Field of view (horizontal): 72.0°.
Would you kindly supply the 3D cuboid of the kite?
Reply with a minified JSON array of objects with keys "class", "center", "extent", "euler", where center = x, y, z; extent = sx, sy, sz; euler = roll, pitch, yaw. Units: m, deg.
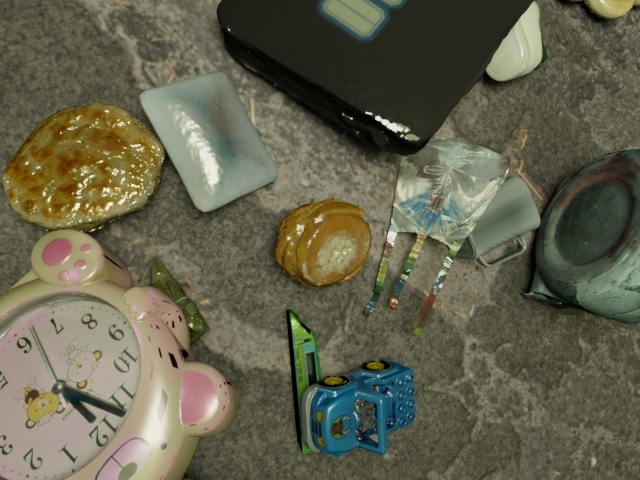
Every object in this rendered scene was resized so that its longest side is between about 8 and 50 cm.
[{"class":"kite","center":[0.169,-0.010,0.670],"extent":[0.015,0.170,0.309],"euler":[17,88,-58]}]

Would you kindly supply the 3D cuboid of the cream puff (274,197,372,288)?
[{"class":"cream puff","center":[-0.002,0.002,0.630],"extent":[0.144,0.103,0.126],"euler":[-25,120,-29]}]

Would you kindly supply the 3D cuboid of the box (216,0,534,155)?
[{"class":"box","center":[0.080,-0.331,0.622],"extent":[0.359,0.091,0.350],"euler":[34,81,4]}]

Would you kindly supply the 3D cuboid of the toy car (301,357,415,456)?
[{"class":"toy car","center":[0.072,0.244,0.639],"extent":[0.191,0.100,0.097],"euler":[-7,97,-35]}]

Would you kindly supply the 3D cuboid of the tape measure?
[{"class":"tape measure","center":[0.462,-0.005,0.681],"extent":[0.147,0.275,0.256],"euler":[20,81,-11]}]

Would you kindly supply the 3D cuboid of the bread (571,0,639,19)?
[{"class":"bread","center":[0.509,-0.550,0.793],"extent":[0.317,0.054,0.315],"euler":[0,90,-16]}]

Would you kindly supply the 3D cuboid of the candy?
[{"class":"candy","center":[-0.146,-0.139,0.602],"extent":[0.138,0.071,0.174],"euler":[-32,98,-35]}]

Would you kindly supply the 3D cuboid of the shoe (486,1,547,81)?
[{"class":"shoe","center":[0.298,-0.392,0.727],"extent":[0.110,0.095,0.264],"euler":[-14,91,-33]}]

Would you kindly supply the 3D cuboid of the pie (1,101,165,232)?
[{"class":"pie","center":[-0.297,-0.093,0.566],"extent":[0.194,0.079,0.163],"euler":[-15,90,-12]}]

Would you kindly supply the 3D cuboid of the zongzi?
[{"class":"zongzi","center":[-0.245,0.118,0.608],"extent":[0.154,0.062,0.130],"euler":[-42,79,5]}]

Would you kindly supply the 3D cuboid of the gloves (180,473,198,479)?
[{"class":"gloves","center":[-0.249,0.353,0.543],"extent":[0.313,0.135,0.210],"euler":[34,45,11]}]

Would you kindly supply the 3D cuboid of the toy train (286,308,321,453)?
[{"class":"toy train","center":[-0.020,0.205,0.661],"extent":[0.043,0.044,0.208],"euler":[-5,92,-15]}]

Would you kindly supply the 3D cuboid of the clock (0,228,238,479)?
[{"class":"clock","center":[-0.272,0.168,0.486],"extent":[0.310,0.114,0.284],"euler":[35,69,17]}]

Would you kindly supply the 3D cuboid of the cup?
[{"class":"cup","center":[0.276,-0.022,0.716],"extent":[0.130,0.095,0.128],"euler":[-27,100,-10]}]
